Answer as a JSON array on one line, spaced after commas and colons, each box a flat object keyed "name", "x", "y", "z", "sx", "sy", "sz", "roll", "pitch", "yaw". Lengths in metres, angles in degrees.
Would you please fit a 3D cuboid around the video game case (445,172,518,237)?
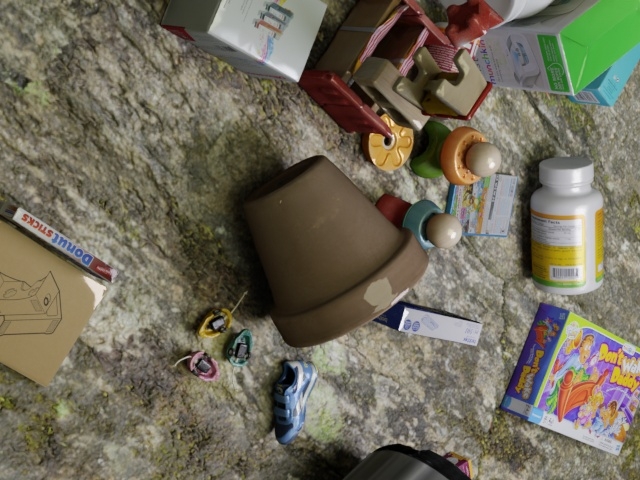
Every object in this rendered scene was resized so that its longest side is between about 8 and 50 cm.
[{"name": "video game case", "x": 0.298, "y": -0.068, "z": 2.045, "sx": 0.166, "sy": 0.015, "sz": 0.119, "roll": 3, "pitch": 100, "yaw": -40}]

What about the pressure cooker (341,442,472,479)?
[{"name": "pressure cooker", "x": 0.089, "y": 0.591, "z": 1.813, "sx": 0.420, "sy": 0.375, "sz": 0.369, "roll": -37, "pitch": 121, "yaw": -31}]

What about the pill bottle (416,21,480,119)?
[{"name": "pill bottle", "x": 0.210, "y": -0.286, "z": 1.870, "sx": 0.086, "sy": 0.086, "sz": 0.152, "roll": 18, "pitch": 90, "yaw": -41}]

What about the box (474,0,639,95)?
[{"name": "box", "x": 0.417, "y": -0.373, "z": 1.921, "sx": 0.262, "sy": 0.231, "sz": 0.126, "roll": -38, "pitch": 123, "yaw": -26}]

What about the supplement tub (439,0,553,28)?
[{"name": "supplement tub", "x": 0.349, "y": -0.513, "z": 1.827, "sx": 0.325, "sy": 0.235, "sz": 0.235, "roll": -37, "pitch": 122, "yaw": -26}]

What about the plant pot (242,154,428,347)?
[{"name": "plant pot", "x": 0.000, "y": 0.000, "z": 1.695, "sx": 0.263, "sy": 0.263, "sz": 0.229, "roll": -38, "pitch": 103, "yaw": -26}]

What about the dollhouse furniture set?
[{"name": "dollhouse furniture set", "x": 0.149, "y": -0.265, "z": 1.641, "sx": 0.152, "sy": 0.374, "sz": 0.201, "roll": 41, "pitch": 76, "yaw": -34}]

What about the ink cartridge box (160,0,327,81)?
[{"name": "ink cartridge box", "x": -0.107, "y": -0.320, "z": 1.574, "sx": 0.176, "sy": 0.128, "sz": 0.127, "roll": 25, "pitch": 85, "yaw": -41}]

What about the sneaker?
[{"name": "sneaker", "x": -0.054, "y": 0.264, "z": 1.820, "sx": 0.059, "sy": 0.053, "sz": 0.144, "roll": 22, "pitch": 78, "yaw": -41}]

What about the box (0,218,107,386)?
[{"name": "box", "x": -0.408, "y": 0.085, "z": 1.503, "sx": 0.201, "sy": 0.021, "sz": 0.164, "roll": 40, "pitch": 76, "yaw": -38}]

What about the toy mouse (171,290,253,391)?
[{"name": "toy mouse", "x": -0.159, "y": 0.176, "z": 1.723, "sx": 0.161, "sy": 0.031, "sz": 0.143, "roll": -35, "pitch": 121, "yaw": -27}]

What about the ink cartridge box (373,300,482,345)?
[{"name": "ink cartridge box", "x": 0.182, "y": 0.142, "z": 1.950, "sx": 0.207, "sy": 0.097, "sz": 0.046, "roll": 14, "pitch": 92, "yaw": -40}]

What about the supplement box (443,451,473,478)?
[{"name": "supplement box", "x": 0.243, "y": 0.446, "z": 2.107, "sx": 0.083, "sy": 0.055, "sz": 0.043, "roll": -24, "pitch": 114, "yaw": -33}]

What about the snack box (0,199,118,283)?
[{"name": "snack box", "x": -0.357, "y": 0.002, "z": 1.494, "sx": 0.178, "sy": 0.064, "sz": 0.022, "roll": 39, "pitch": 74, "yaw": -39}]

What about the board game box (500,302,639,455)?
[{"name": "board game box", "x": 0.543, "y": 0.294, "z": 2.298, "sx": 0.347, "sy": 0.078, "sz": 0.233, "roll": 25, "pitch": 85, "yaw": -40}]

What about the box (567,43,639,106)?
[{"name": "box", "x": 0.567, "y": -0.377, "z": 2.129, "sx": 0.060, "sy": 0.100, "sz": 0.244, "roll": 40, "pitch": 75, "yaw": -38}]

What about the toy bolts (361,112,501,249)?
[{"name": "toy bolts", "x": 0.180, "y": -0.097, "z": 1.845, "sx": 0.218, "sy": 0.158, "sz": 0.228, "roll": 17, "pitch": 90, "yaw": -41}]

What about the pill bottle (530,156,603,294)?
[{"name": "pill bottle", "x": 0.473, "y": -0.031, "z": 2.117, "sx": 0.136, "sy": 0.136, "sz": 0.245, "roll": -18, "pitch": 112, "yaw": -35}]
